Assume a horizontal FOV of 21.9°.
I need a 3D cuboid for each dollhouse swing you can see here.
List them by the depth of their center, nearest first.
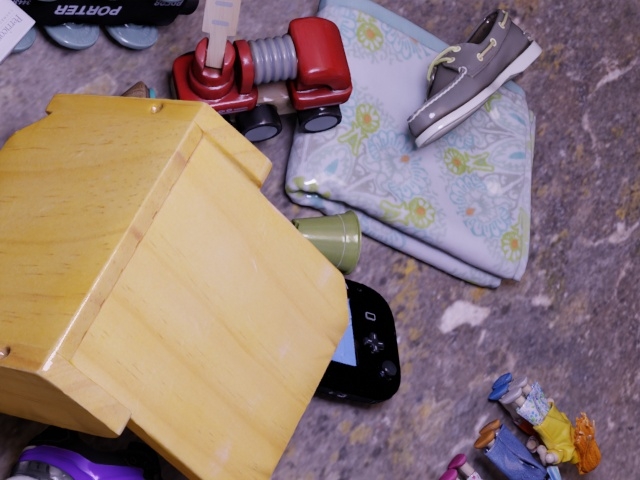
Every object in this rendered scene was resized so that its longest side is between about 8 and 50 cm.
[{"bbox_3d":[-0.198,0.072,1.792,0.305,0.315,0.347,55,52,-43],"label":"dollhouse swing"}]

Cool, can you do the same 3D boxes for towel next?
[{"bbox_3d":[0.135,-0.135,2.258,0.374,0.090,0.320,24,54,-25],"label":"towel"}]

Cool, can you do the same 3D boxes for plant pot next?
[{"bbox_3d":[0.000,0.000,2.102,0.079,0.083,0.083,5,64,-22],"label":"plant pot"}]

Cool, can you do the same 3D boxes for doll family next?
[{"bbox_3d":[0.278,0.283,2.125,0.163,0.118,0.263,45,48,-9],"label":"doll family"}]

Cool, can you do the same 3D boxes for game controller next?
[{"bbox_3d":[-0.040,0.098,2.022,0.319,0.067,0.166,17,58,-30],"label":"game controller"}]

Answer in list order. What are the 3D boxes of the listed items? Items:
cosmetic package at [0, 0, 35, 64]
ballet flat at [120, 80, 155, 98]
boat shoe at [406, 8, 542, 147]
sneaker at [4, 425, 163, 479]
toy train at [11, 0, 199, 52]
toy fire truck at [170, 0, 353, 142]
[{"bbox_3d":[-0.476,-0.218,1.806,0.225,0.138,0.224,42,54,-13],"label":"cosmetic package"},{"bbox_3d":[-0.237,-0.035,1.927,0.124,0.116,0.342,-4,67,-13],"label":"ballet flat"},{"bbox_3d":[0.191,-0.219,2.218,0.091,0.109,0.305,52,43,-3],"label":"boat shoe"},{"bbox_3d":[-0.195,0.293,1.782,0.293,0.102,0.146,38,49,-15],"label":"sneaker"},{"bbox_3d":[-0.305,-0.337,2.013,0.334,0.142,0.190,-6,62,-39],"label":"toy train"},{"bbox_3d":[-0.072,-0.240,2.024,0.217,0.246,0.158,-9,72,-11],"label":"toy fire truck"}]
